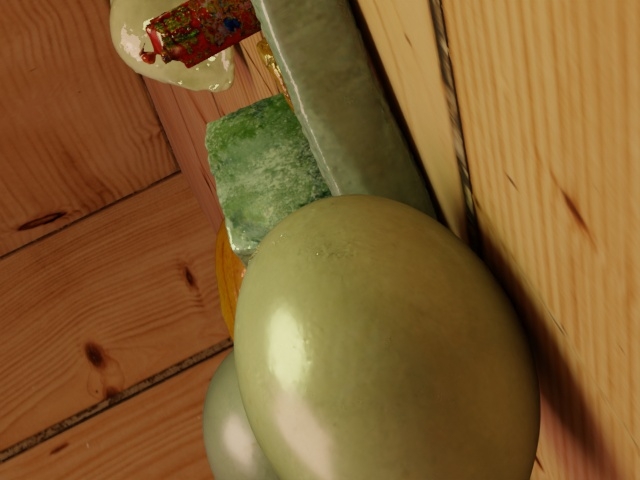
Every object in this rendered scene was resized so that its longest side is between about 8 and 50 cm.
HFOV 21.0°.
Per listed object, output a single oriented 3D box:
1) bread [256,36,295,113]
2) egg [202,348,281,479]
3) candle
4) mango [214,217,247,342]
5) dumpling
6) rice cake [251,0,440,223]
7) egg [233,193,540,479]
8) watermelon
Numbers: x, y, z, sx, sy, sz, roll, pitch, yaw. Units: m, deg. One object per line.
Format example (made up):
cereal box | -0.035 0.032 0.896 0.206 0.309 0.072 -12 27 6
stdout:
bread | -0.017 -0.136 1.365 0.083 0.046 0.081 57 176 38
egg | -0.009 0.247 2.029 0.230 0.230 0.371 59 178 41
candle | -0.085 -0.175 1.372 0.052 0.130 0.052 63 176 7
mango | -0.017 0.078 1.649 0.187 0.138 0.257 40 153 62
dumpling | -0.160 -0.253 1.894 0.111 0.181 0.155 -63 -10 -54
rice cake | 0.030 -0.058 1.198 0.063 0.066 0.336 -108 -5 -69
egg | 0.042 0.087 1.110 0.253 0.186 0.186 62 174 20
watermelon | 0.016 0.010 1.474 0.257 0.139 0.193 59 -171 -60
